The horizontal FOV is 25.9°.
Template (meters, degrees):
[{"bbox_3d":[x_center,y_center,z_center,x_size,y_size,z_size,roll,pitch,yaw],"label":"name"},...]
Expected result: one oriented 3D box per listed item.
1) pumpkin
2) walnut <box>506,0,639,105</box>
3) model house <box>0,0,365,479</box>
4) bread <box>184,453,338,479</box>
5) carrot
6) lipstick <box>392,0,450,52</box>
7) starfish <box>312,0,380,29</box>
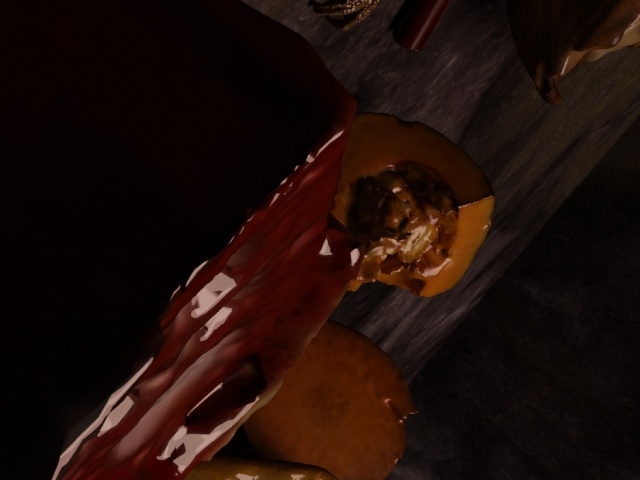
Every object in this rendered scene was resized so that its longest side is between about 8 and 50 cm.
[{"bbox_3d":[-0.006,-0.001,1.026,0.248,0.126,0.131,-20,150,-29],"label":"pumpkin"},{"bbox_3d":[0.230,-0.212,1.101,0.204,0.141,0.238,-37,172,13],"label":"walnut"},{"bbox_3d":[-0.101,-0.006,0.450,0.160,0.196,0.254,-47,169,-9],"label":"model house"},{"bbox_3d":[-0.101,0.273,1.311,0.245,0.121,0.174,3,150,-11],"label":"bread"},{"bbox_3d":[-0.037,0.215,1.506,0.196,0.196,0.254,-39,175,-34],"label":"carrot"},{"bbox_3d":[0.094,-0.199,0.935,0.027,0.027,0.176,-36,162,-44],"label":"lipstick"},{"bbox_3d":[0.031,-0.157,0.836,0.078,0.028,0.091,-37,169,-50],"label":"starfish"}]
